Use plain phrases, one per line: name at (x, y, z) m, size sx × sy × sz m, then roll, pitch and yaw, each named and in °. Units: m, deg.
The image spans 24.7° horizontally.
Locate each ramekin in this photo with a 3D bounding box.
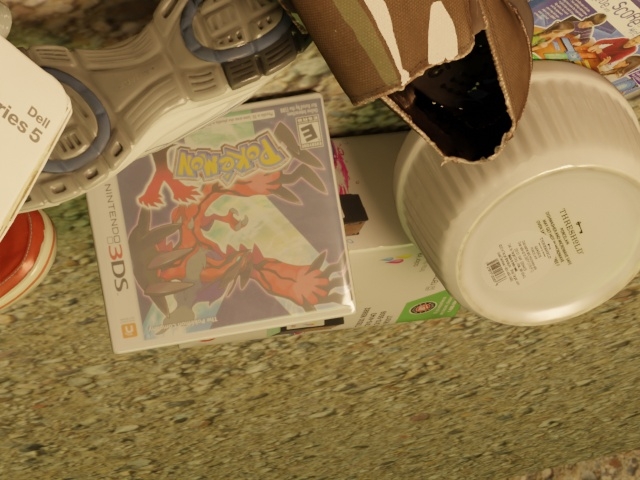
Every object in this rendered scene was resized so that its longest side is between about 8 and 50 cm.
ramekin at (0.169, -0.027, 1.150) m, size 0.207 × 0.109 × 0.207 m, roll -9°, pitch 133°, yaw -10°

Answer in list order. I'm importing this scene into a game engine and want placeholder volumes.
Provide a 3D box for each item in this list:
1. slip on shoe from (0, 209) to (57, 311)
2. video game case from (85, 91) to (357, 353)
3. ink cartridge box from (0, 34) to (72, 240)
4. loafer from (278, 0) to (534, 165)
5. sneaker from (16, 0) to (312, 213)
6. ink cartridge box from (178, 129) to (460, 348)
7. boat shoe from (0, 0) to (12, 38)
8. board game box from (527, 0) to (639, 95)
slip on shoe at (-0.383, 0.014, 1.193) m, size 0.331 × 0.123 × 0.101 m, roll -4°, pitch 154°, yaw -5°
video game case at (-0.083, -0.014, 1.178) m, size 0.201 × 0.183 × 0.023 m, roll -10°, pitch -176°, yaw -4°
ink cartridge box at (-0.300, -0.065, 0.812) m, size 0.198 × 0.114 × 0.273 m, roll 40°, pitch 148°, yaw -28°
loafer at (0.047, -0.158, 0.914) m, size 0.134 × 0.130 × 0.366 m, roll -22°, pitch 148°, yaw 27°
sneaker at (-0.137, -0.087, 0.993) m, size 0.297 × 0.111 × 0.129 m, roll -25°, pitch 171°, yaw -12°
ink cartridge box at (0.000, 0.000, 1.324) m, size 0.278 × 0.117 × 0.201 m, roll -6°, pitch 157°, yaw -11°
boat shoe at (-0.289, -0.100, 0.996) m, size 0.081 × 0.079 × 0.227 m, roll 16°, pitch 143°, yaw -40°
board game box at (0.201, -0.159, 1.139) m, size 0.136 × 0.035 × 0.201 m, roll -22°, pitch 156°, yaw 27°
